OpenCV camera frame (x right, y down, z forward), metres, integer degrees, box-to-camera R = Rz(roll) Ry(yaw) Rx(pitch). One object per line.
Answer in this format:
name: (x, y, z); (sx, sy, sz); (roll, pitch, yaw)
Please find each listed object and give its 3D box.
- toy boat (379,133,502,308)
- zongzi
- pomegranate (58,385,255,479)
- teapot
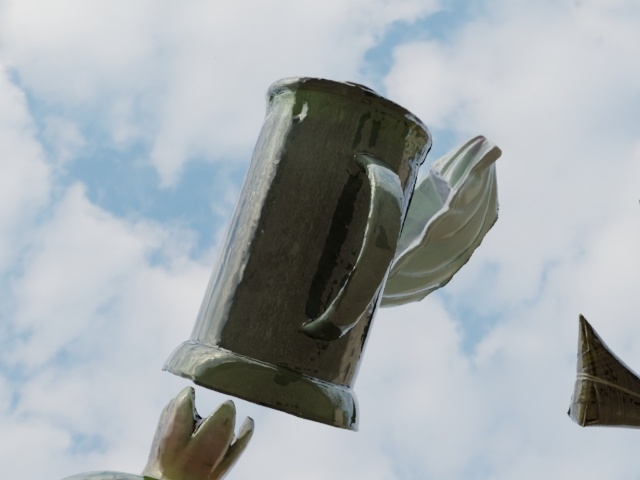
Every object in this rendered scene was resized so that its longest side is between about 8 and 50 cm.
toy boat: (0.133, -0.008, 1.028); (0.100, 0.199, 0.290); (40, -82, -17)
zongzi: (0.508, 0.218, 1.290); (0.187, 0.084, 0.184); (5, -97, 2)
pomegranate: (-0.110, 0.201, 0.488); (0.187, 0.187, 0.225); (30, -125, -13)
teapot: (0.000, 0.000, 0.767); (0.200, 0.270, 0.337); (21, -101, -18)
